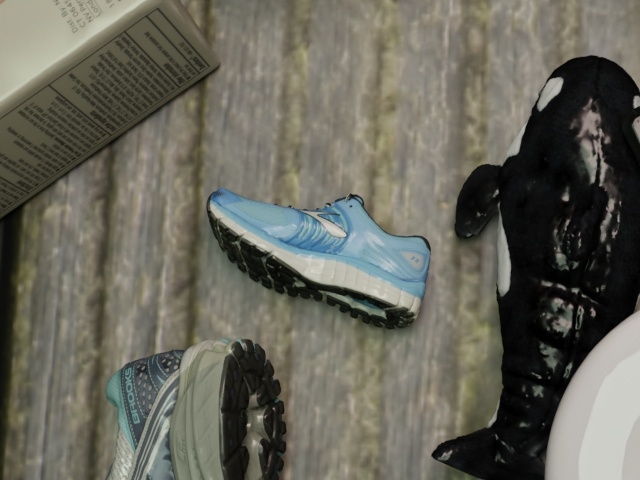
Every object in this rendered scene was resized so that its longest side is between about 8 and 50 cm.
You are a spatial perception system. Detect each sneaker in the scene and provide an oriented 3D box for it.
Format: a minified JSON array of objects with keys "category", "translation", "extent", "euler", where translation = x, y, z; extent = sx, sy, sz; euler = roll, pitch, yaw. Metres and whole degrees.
[{"category":"sneaker","translation":[-0.091,0.207,1.035],"extent":[0.122,0.110,0.283],"euler":[-4,76,28]},{"category":"sneaker","translation":[0.000,0.000,1.071],"extent":[0.162,0.063,0.073],"euler":[22,67,10]}]

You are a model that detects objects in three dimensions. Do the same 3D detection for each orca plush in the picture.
[{"category":"orca plush","translation":[0.141,0.012,1.009],"extent":[0.151,0.102,0.287],"euler":[27,86,14]}]

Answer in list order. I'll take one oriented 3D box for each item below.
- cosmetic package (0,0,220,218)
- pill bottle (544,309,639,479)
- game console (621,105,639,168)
[{"category":"cosmetic package","translation":[-0.236,-0.105,1.080],"extent":[0.296,0.153,0.129],"euler":[-35,74,2]},{"category":"pill bottle","translation":[0.219,0.134,0.853],"extent":[0.187,0.334,0.188],"euler":[-2,79,10]},{"category":"game console","translation":[0.261,-0.039,1.010],"extent":[0.107,0.071,0.122],"euler":[-25,76,4]}]
